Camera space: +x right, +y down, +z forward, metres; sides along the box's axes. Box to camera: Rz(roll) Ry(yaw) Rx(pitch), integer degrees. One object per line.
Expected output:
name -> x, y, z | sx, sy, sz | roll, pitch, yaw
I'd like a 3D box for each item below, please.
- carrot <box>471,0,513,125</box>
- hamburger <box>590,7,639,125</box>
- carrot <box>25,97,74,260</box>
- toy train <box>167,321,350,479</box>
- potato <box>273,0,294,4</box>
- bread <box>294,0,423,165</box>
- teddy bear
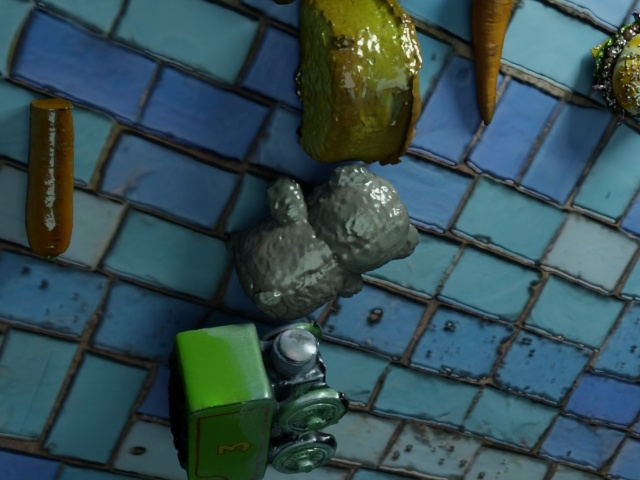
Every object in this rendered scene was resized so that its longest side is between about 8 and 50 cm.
carrot -> 0.246, -0.286, 1.489 | 0.061, 0.061, 0.256 | -8, 125, -14
hamburger -> 0.511, -0.266, 1.554 | 0.189, 0.093, 0.164 | -44, 119, 3
carrot -> -0.366, -0.079, 1.376 | 0.067, 0.067, 0.225 | 1, 112, -18
toy train -> -0.101, 0.249, 1.515 | 0.249, 0.173, 0.307 | -9, 143, -14
potato -> -0.042, -0.357, 1.363 | 0.051, 0.040, 0.083 | 13, 111, -28
bread -> 0.059, -0.217, 1.403 | 0.160, 0.147, 0.260 | -5, 116, -19
teddy bear -> -0.001, 0.001, 1.481 | 0.267, 0.151, 0.236 | -39, 122, 4
